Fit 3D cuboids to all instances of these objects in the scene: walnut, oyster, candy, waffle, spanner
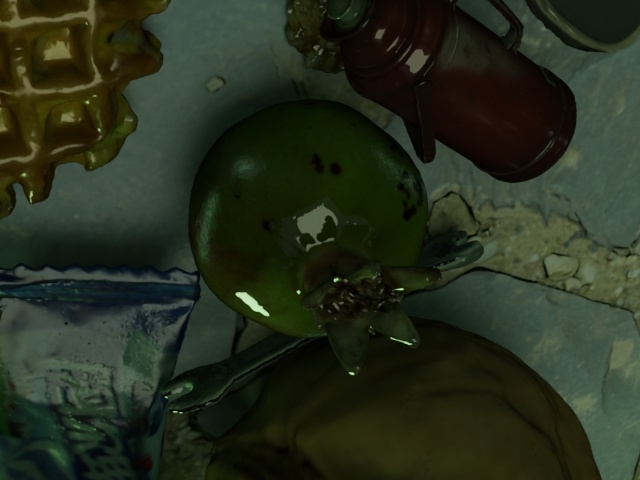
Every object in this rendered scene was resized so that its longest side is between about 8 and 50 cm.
[{"bbox_3d":[0.078,0.247,0.949,0.383,0.383,0.383,-9,122,-14],"label":"walnut"},{"bbox_3d":[0.029,-0.185,0.842,0.121,0.045,0.146,20,114,-46],"label":"oyster"},{"bbox_3d":[-0.195,0.147,0.937,0.187,0.077,0.331,-1,125,-16],"label":"candy"},{"bbox_3d":[-0.262,-0.134,0.750,0.325,0.068,0.302,37,103,-31],"label":"waffle"},{"bbox_3d":[0.007,0.061,0.918,0.302,0.071,0.017,-26,107,-22],"label":"spanner"}]

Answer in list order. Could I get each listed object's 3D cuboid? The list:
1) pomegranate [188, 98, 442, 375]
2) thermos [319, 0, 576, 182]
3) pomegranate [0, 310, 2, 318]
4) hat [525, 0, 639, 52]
[{"bbox_3d":[0.000,0.000,0.825,0.181,0.224,0.181,-7,121,-12],"label":"pomegranate"},{"bbox_3d":[0.090,-0.125,0.825,0.124,0.099,0.232,-39,140,23],"label":"thermos"},{"bbox_3d":[-0.315,0.081,0.753,0.263,0.211,0.211,-30,130,33],"label":"pomegranate"},{"bbox_3d":[0.193,-0.262,0.774,0.275,0.161,0.232,1,141,-28],"label":"hat"}]
